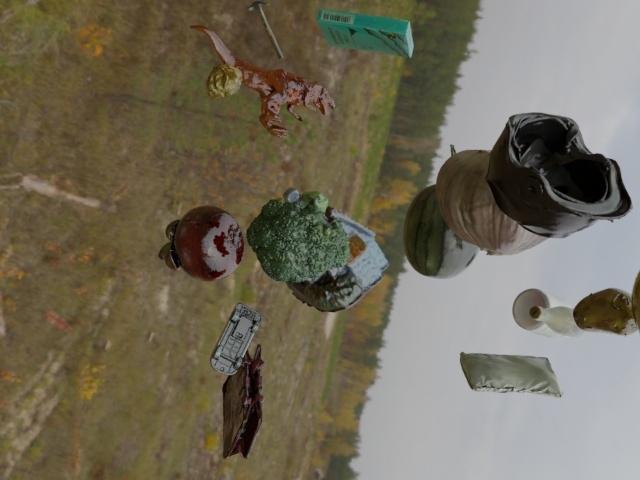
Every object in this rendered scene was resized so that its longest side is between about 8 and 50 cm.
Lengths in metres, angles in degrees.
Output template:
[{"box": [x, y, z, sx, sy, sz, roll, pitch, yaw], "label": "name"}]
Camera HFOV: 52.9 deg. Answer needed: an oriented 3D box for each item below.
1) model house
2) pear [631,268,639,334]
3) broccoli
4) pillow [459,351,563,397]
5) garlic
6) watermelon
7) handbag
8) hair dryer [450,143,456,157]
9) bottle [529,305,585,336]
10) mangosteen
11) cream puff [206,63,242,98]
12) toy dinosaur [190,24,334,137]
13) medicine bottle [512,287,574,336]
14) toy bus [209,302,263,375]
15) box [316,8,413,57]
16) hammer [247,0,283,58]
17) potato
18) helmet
[{"box": [0.000, 0.000, 2.118, 0.297, 0.360, 0.339, -34, 119, -17], "label": "model house"}, {"box": [0.836, 0.136, 1.354, 0.348, 0.348, 0.349, 15, 90, -84], "label": "pear"}, {"box": [-0.046, -0.014, 1.639, 0.270, 0.269, 0.270, 98, 11, -47], "label": "broccoli"}, {"box": [0.447, 0.313, 1.516, 0.128, 0.229, 0.051, -89, -176, -57], "label": "pillow"}, {"box": [0.439, -0.092, 1.564, 0.317, 0.317, 0.260, -25, 115, -82], "label": "garlic"}, {"box": [0.429, -0.045, 2.239, 0.279, 0.278, 0.360, -46, 145, -77], "label": "watermelon"}, {"box": [-0.229, 0.478, 1.891, 0.260, 0.084, 0.276, -96, -158, -44], "label": "handbag"}, {"box": [0.404, -0.212, 1.879, 0.206, 0.075, 0.237, 75, 10, -50], "label": "hair dryer"}, {"box": [0.689, 0.228, 1.865, 0.083, 0.269, 0.083, -20, -117, 46], "label": "bottle"}, {"box": [-0.341, 0.014, 1.810, 0.215, 0.257, 0.215, 38, 47, -56], "label": "mangosteen"}, {"box": [-0.179, -0.291, 1.174, 0.058, 0.083, 0.083, 65, 29, -18], "label": "cream puff"}, {"box": [-0.129, -0.374, 1.604, 0.097, 0.432, 0.208, -24, -125, 47], "label": "toy dinosaur"}, {"box": [0.903, 0.296, 2.555, 0.292, 0.170, 0.170, 18, 86, -41], "label": "medicine bottle"}, {"box": [-0.241, 0.276, 1.787, 0.194, 0.087, 0.089, -66, -164, -17], "label": "toy bus"}, {"box": [0.116, -0.521, 1.620, 0.161, 0.226, 0.042, 17, 86, -78], "label": "box"}, {"box": [-0.155, -0.636, 1.942, 0.182, 0.062, 0.017, 64, 26, -12], "label": "hammer"}, {"box": [0.758, 0.187, 1.697, 0.137, 0.175, 0.137, 1, 89, -52], "label": "potato"}, {"box": [0.450, -0.106, 1.285, 0.306, 0.224, 0.177, 67, -32, 30], "label": "helmet"}]
